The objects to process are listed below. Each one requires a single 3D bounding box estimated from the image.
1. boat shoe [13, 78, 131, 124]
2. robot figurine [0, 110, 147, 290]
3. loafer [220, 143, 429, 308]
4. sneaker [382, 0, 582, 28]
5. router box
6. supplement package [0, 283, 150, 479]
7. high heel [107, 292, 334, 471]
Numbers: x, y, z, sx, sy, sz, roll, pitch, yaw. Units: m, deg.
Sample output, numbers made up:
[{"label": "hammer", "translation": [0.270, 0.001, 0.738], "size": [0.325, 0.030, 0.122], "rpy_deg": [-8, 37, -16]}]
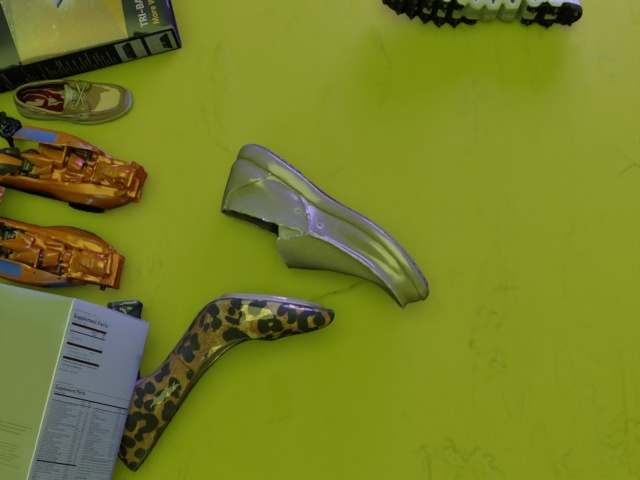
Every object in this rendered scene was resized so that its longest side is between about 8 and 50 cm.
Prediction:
[{"label": "boat shoe", "translation": [-0.286, -0.161, 1.485], "size": [0.135, 0.045, 0.050], "rpy_deg": [-4, 81, 0]}, {"label": "robot figurine", "translation": [-0.352, -0.047, 1.448], "size": [0.290, 0.085, 0.211], "rpy_deg": [12, 80, 3]}, {"label": "loafer", "translation": [0.000, 0.000, 1.432], "size": [0.268, 0.102, 0.092], "rpy_deg": [36, 84, 16]}, {"label": "sneaker", "translation": [0.183, -0.304, 1.488], "size": [0.234, 0.078, 0.106], "rpy_deg": [2, 78, -3]}, {"label": "router box", "translation": [-0.315, -0.346, 1.498], "size": [0.242, 0.081, 0.309], "rpy_deg": [-15, 81, -1]}, {"label": "supplement package", "translation": [-0.316, 0.156, 1.354], "size": [0.194, 0.149, 0.203], "rpy_deg": [9, 81, 27]}, {"label": "high heel", "translation": [-0.110, 0.154, 1.407], "size": [0.261, 0.093, 0.186], "rpy_deg": [-4, 80, 11]}]
